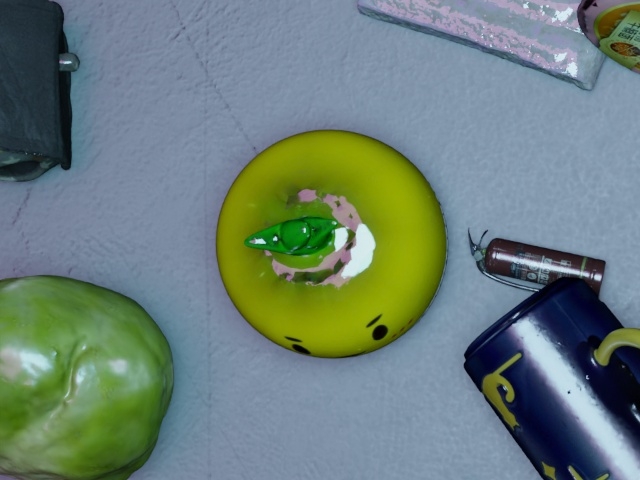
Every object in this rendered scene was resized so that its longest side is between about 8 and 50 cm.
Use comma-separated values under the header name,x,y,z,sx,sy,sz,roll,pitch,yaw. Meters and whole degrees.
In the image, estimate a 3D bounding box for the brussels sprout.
name,x,y,z,sx,sy,sz,roll,pitch,yaw
brussels sprout,-0.305,0.171,1.316,0.273,0.317,0.243,-7,61,-9

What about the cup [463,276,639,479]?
name,x,y,z,sx,sy,sz,roll,pitch,yaw
cup,0.308,0.155,1.189,0.256,0.178,0.255,54,128,13

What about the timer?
name,x,y,z,sx,sy,sz,roll,pitch,yaw
timer,0.000,0.000,1.250,0.285,0.285,0.285,-1,86,14

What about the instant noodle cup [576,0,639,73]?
name,x,y,z,sx,sy,sz,roll,pitch,yaw
instant noodle cup,0.419,-0.313,1.204,0.244,0.244,0.255,17,81,15

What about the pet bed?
name,x,y,z,sx,sy,sz,roll,pitch,yaw
pet bed,-0.381,-0.184,1.410,0.159,0.183,0.211,-8,82,20

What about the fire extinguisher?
name,x,y,z,sx,sy,sz,roll,pitch,yaw
fire extinguisher,0.242,0.028,1.303,0.158,0.043,0.064,12,120,15

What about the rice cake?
name,x,y,z,sx,sy,sz,roll,pitch,yaw
rice cake,0.194,-0.272,1.333,0.298,0.050,0.106,22,91,15
